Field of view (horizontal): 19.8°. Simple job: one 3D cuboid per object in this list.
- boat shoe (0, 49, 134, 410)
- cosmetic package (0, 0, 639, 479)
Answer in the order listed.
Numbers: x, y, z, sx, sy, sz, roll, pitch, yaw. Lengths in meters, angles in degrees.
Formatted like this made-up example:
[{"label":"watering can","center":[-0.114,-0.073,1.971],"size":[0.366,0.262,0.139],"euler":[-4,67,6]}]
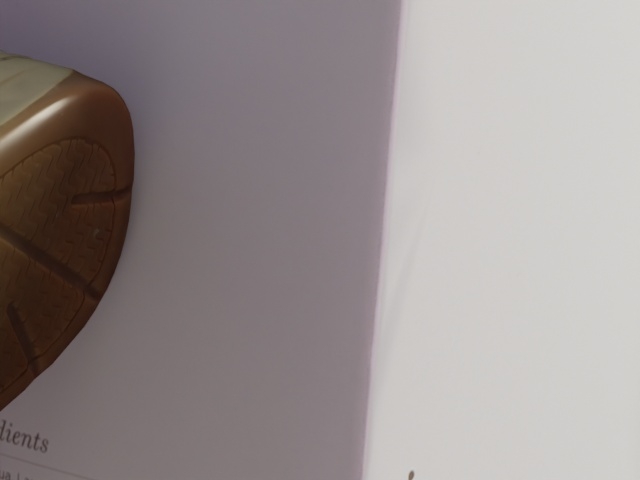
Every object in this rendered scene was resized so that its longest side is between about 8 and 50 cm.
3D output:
[{"label":"boat shoe","center":[-0.154,0.035,0.361],"size":[0.285,0.089,0.104],"euler":[-36,144,-48]},{"label":"cosmetic package","center":[0.000,0.000,0.538],"size":[0.197,0.155,0.365],"euler":[-11,108,-57]}]
